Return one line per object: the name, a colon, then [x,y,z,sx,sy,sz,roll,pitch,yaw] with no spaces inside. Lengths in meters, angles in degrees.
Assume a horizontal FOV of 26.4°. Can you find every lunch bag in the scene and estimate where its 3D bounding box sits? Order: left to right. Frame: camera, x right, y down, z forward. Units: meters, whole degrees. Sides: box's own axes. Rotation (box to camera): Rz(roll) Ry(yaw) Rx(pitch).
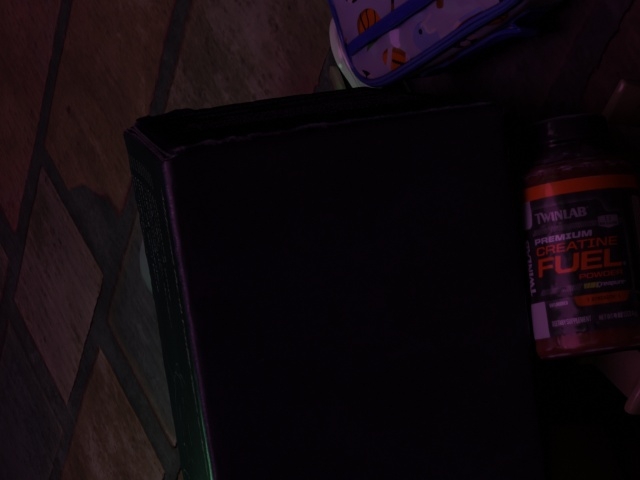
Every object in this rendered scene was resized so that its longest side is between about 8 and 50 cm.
lunch bag: [0.122,-0.293,1.374,0.303,0.115,0.243,-26,78,53]

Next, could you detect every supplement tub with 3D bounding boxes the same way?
supplement tub: [0.217,-0.002,1.136,0.106,0.106,0.197,-20,77,58]

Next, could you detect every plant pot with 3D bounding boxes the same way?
plant pot: [0.242,0.235,1.398,0.109,0.109,0.096,-14,76,59]

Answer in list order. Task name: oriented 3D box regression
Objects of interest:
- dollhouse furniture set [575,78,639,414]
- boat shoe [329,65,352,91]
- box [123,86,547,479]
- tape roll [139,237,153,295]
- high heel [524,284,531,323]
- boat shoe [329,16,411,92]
dollhouse furniture set: [0.338,0.023,1.181,0.262,0.135,0.259,48,126,38]
boat shoe: [0.046,-0.155,1.600,0.049,0.042,0.133,97,161,-54]
box: [-0.001,0.107,1.330,0.472,0.298,0.479,-140,41,-77]
tape roll: [-0.123,0.015,1.782,0.072,0.219,0.219,42,134,44]
high heel: [0.127,-0.013,1.496,0.186,0.093,0.261,-20,89,56]
boat shoe: [0.069,-0.187,1.559,0.063,0.066,0.184,-31,73,46]
